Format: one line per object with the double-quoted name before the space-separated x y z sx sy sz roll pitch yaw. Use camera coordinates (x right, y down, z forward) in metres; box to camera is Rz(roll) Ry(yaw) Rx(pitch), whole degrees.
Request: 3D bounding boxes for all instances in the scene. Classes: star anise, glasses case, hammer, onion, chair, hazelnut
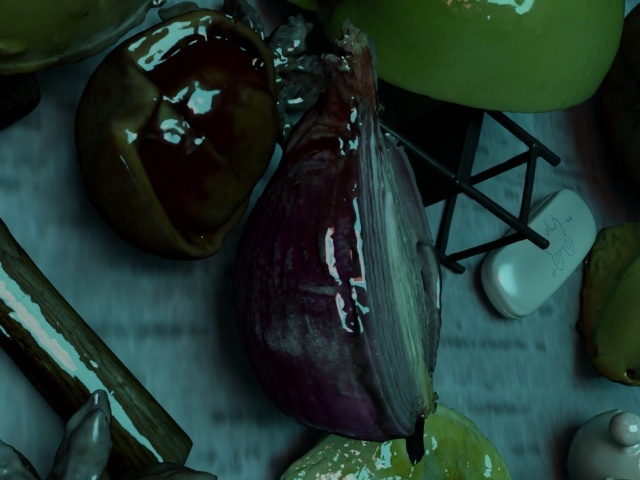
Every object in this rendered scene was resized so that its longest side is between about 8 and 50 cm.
"star anise" -0.184 0.218 0.481 0.236 0.093 0.229 -11 102 -14
"glasses case" 0.286 0.013 0.903 0.233 0.059 0.092 -36 97 -35
"hammer" -0.233 0.040 0.535 0.409 0.095 0.242 52 54 -11
"star anise" -0.079 -0.178 0.714 0.197 0.073 0.212 36 62 -10
"onion" 0.000 0.000 0.609 0.267 0.159 0.349 -50 129 -66
"chair" 0.120 -0.085 0.773 0.260 0.154 0.141 32 58 -24
"hazelnut" -0.113 -0.082 0.579 0.170 0.160 0.202 14 62 -42

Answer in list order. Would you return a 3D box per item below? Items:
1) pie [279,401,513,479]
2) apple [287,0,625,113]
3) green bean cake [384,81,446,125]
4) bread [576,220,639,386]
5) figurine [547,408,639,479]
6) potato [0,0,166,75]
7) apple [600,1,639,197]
"pie" 0.100 0.312 0.671 0.337 0.075 0.337 9 73 -32
"apple" 0.141 -0.283 0.784 0.360 0.320 0.312 -10 95 -33
"green bean cake" 0.172 -0.209 0.886 0.179 0.085 0.109 -37 98 -35
"bread" 0.453 0.087 0.914 0.162 0.204 0.262 42 52 -29
"figurine" 0.333 0.291 0.795 0.256 0.144 0.182 -23 85 -51
"potato" -0.265 -0.336 0.438 0.385 0.319 0.442 24 55 -4
"apple" 0.566 -0.197 0.990 0.277 0.348 0.348 -5 75 3
